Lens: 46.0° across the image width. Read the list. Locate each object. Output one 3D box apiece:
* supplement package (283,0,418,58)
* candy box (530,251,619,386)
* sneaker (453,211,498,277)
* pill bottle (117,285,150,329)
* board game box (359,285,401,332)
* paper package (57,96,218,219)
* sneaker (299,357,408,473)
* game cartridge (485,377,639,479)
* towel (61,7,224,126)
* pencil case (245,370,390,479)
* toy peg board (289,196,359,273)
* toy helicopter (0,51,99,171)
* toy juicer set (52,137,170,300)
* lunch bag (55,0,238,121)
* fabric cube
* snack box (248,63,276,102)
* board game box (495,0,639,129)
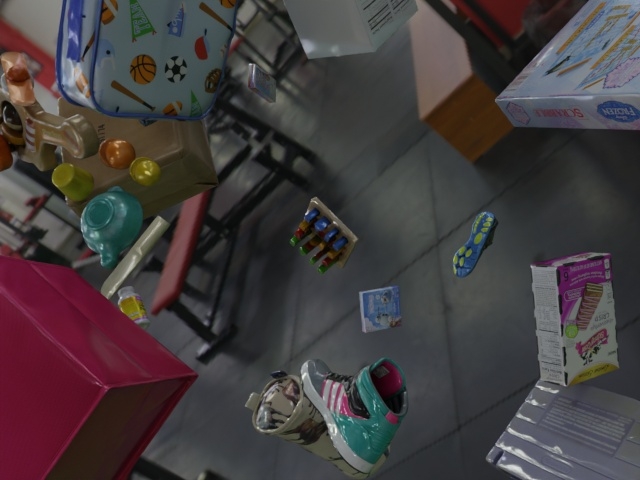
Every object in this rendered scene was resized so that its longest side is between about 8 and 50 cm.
[{"bbox_3d":[0.048,-0.563,1.632,0.199,0.263,0.198,6,43,42],"label":"supplement package"},{"bbox_3d":[0.496,0.150,1.463,0.071,0.159,0.234,4,102,59],"label":"candy box"},{"bbox_3d":[0.413,0.017,1.974,0.067,0.078,0.188,33,98,42],"label":"sneaker"},{"bbox_3d":[-0.352,0.128,1.410,0.043,0.043,0.083,-41,64,28],"label":"pill bottle"},{"bbox_3d":[0.133,0.151,1.660,0.020,0.090,0.090,-162,65,-69],"label":"board game box"},{"bbox_3d":[-0.420,-0.223,1.718,0.309,0.168,0.325,-23,57,8],"label":"paper package"},{"bbox_3d":[0.072,0.286,1.468,0.178,0.123,0.295,-50,37,9],"label":"sneaker"},{"bbox_3d":[0.482,0.378,1.386,0.230,0.068,0.355,-47,18,-13],"label":"game cartridge"},{"bbox_3d":[-0.346,-0.401,1.556,0.040,0.271,0.370,-29,14,26],"label":"towel"},{"bbox_3d":[0.007,0.478,1.916,0.183,0.410,0.160,17,73,50],"label":"pencil case"},{"bbox_3d":[0.000,0.000,1.950,0.079,0.161,0.161,-40,-13,-27],"label":"toy peg board"},{"bbox_3d":[-0.564,-0.247,1.518,0.355,0.235,0.140,17,34,37],"label":"toy helicopter"},{"bbox_3d":[-0.382,-0.057,1.479,0.209,0.089,0.329,-34,64,4],"label":"toy juicer set"},{"bbox_3d":[-0.234,-0.315,1.014,0.115,0.243,0.304,23,109,40],"label":"lunch bag"},{"bbox_3d":[-0.365,0.198,0.970,0.254,0.258,0.259,-55,-15,2],"label":"fabric cube"},{"bbox_3d":[-0.156,-0.424,2.041,0.178,0.022,0.064,11,-100,-75],"label":"snack box"},{"bbox_3d":[0.458,-0.291,1.088,0.319,0.066,0.318,-46,21,-7],"label":"board game box"}]
